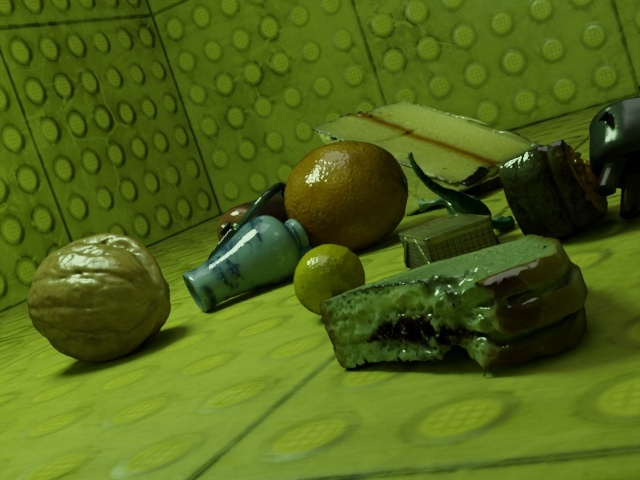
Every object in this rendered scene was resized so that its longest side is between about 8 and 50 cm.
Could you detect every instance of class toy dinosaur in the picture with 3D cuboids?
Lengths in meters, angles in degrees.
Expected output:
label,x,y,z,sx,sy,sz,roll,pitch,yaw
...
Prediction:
label,x,y,z,sx,sy,sz,roll,pitch,yaw
toy dinosaur,0.197,-0.047,1.499,0.129,0.076,0.383,-25,-21,29

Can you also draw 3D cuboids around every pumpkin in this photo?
label,x,y,z,sx,sy,sz,roll,pitch,yaw
pumpkin,0.373,-0.062,1.405,0.131,0.126,0.248,-28,-19,29

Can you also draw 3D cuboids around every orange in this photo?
label,x,y,z,sx,sy,sz,roll,pitch,yaw
orange,0.060,-0.092,1.924,0.264,0.264,0.264,-18,7,2

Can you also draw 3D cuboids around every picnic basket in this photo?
label,x,y,z,sx,sy,sz,roll,pitch,yaw
picnic basket,0.196,0.013,1.378,0.115,0.079,0.164,-20,7,-9

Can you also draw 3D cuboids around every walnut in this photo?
label,x,y,z,sx,sy,sz,roll,pitch,yaw
walnut,-0.394,0.103,1.650,0.257,0.257,0.224,-17,-25,15

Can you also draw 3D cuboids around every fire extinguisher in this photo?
label,x,y,z,sx,sy,sz,roll,pitch,yaw
fire extinguisher,-0.137,-0.061,2.034,0.113,0.200,0.376,22,17,12

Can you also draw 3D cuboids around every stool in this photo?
label,x,y,z,sx,sy,sz,roll,pitch,yaw
stool,0.497,-0.117,1.329,0.228,0.139,0.153,10,-24,-4

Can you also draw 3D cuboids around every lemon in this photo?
label,x,y,z,sx,sy,sz,roll,pitch,yaw
lemon,0.014,0.059,1.378,0.109,0.109,0.133,-17,16,13

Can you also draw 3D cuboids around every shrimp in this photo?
label,x,y,z,sx,sy,sz,roll,pitch,yaw
shrimp,0.435,-0.141,2.174,0.108,0.023,0.059,-21,16,-13

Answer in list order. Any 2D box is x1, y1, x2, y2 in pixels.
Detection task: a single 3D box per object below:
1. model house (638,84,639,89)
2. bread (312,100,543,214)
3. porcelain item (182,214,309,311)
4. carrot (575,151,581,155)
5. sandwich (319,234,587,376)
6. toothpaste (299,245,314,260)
label,x,y,z,sx,sy,sz,roll,pitch,yaw
model house,0.608,-0.191,1.536,0.243,0.204,0.211,-36,9,-4
bread,0.261,-0.250,2.216,0.346,0.405,0.242,-40,-2,-39
porcelain item,-0.144,0.044,1.819,0.259,0.141,0.141,-32,12,-21
carrot,0.543,-0.174,2.120,0.190,0.037,0.037,-18,6,-25
sandwich,0.135,0.076,0.987,0.289,0.099,0.254,-17,7,7
toothpaste,0.000,0.000,2.091,0.272,0.053,0.066,-21,4,-18
